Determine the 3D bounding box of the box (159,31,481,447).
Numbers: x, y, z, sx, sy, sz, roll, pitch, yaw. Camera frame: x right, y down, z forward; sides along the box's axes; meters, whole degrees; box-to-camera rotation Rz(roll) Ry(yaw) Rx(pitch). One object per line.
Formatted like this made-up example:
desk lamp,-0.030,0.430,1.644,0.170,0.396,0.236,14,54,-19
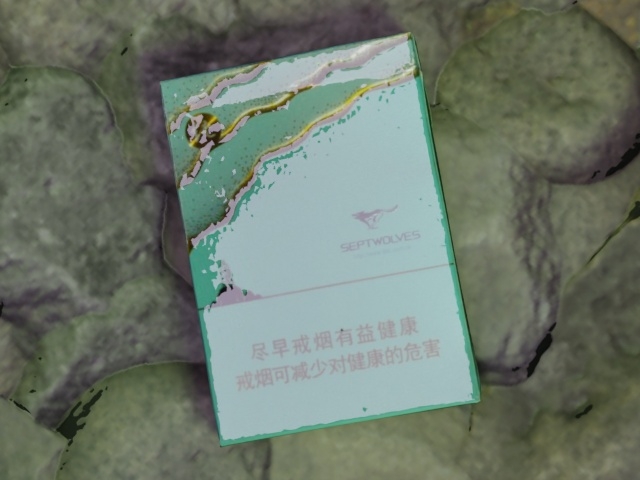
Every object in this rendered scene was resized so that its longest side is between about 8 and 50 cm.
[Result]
box,0.000,-0.001,0.977,0.162,0.041,0.229,-11,84,6
